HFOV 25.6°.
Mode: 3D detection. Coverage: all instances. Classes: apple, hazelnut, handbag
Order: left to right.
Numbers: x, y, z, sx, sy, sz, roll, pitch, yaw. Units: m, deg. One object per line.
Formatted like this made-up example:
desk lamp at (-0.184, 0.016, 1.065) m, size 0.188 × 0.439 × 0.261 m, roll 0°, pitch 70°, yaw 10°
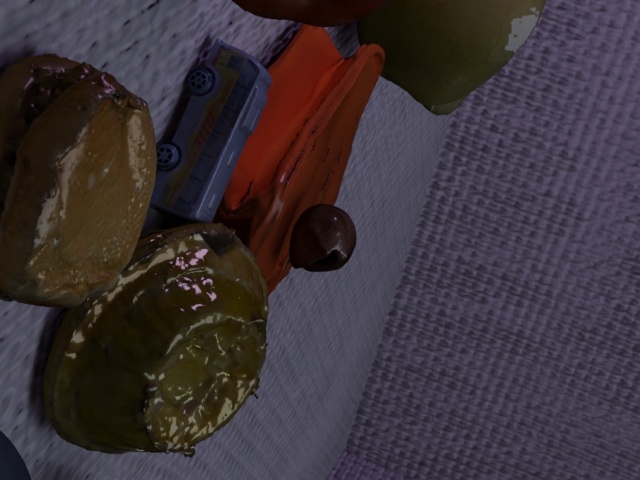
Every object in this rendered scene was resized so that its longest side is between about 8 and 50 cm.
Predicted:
handbag at (-0.056, -0.062, 1.719) m, size 0.410 × 0.116 × 0.303 m, roll -58°, pitch 167°, yaw -50°
hazelnut at (0.000, 0.000, 1.616) m, size 0.086 × 0.086 × 0.086 m, roll 22°, pitch 90°, yaw -79°
apple at (0.170, -0.332, 2.014) m, size 0.258 × 0.233 × 0.295 m, roll -55°, pitch -175°, yaw 4°

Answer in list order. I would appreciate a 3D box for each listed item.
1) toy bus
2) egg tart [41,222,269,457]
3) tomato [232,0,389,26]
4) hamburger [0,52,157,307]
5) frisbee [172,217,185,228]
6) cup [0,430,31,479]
toy bus at (-0.116, -0.110, 1.466) m, size 0.190 × 0.075 × 0.064 m, roll -66°, pitch 161°, yaw -4°
egg tart at (-0.149, 0.115, 1.444) m, size 0.290 × 0.115 × 0.290 m, roll -32°, pitch 139°, yaw -32°
tomato at (-0.010, -0.302, 1.281) m, size 0.208 × 0.208 × 0.184 m, roll 80°, pitch 11°, yaw -71°
hamburger at (-0.205, -0.040, 1.097) m, size 0.214 × 0.108 × 0.214 m, roll 22°, pitch 90°, yaw -80°
frisbee at (-0.157, -0.044, 1.585) m, size 0.187 × 0.012 × 0.211 m, roll 77°, pitch 37°, yaw -70°
cup at (-0.291, 0.200, 1.059) m, size 0.199 × 0.199 × 0.150 m, roll -31°, pitch 124°, yaw -72°
